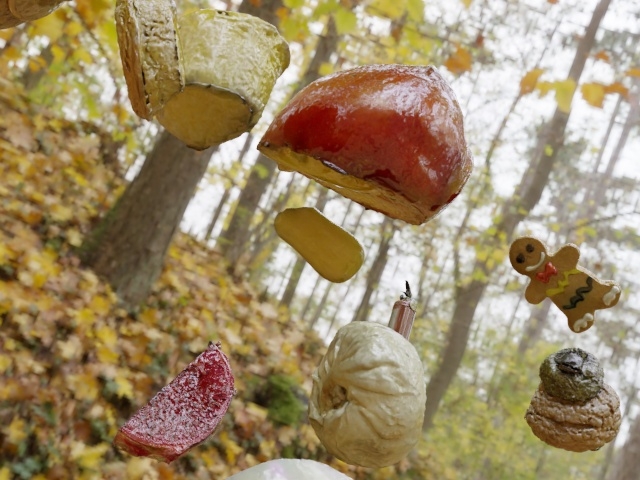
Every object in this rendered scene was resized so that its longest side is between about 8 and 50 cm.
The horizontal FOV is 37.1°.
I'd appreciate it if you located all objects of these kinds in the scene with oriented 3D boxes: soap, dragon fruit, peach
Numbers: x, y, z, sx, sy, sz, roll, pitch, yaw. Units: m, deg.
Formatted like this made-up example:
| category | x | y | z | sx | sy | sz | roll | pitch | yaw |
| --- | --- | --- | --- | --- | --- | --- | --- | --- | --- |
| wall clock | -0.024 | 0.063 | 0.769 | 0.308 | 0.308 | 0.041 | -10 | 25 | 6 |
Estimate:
| category | x | y | z | sx | sy | sz | roll | pitch | yaw |
| --- | --- | --- | --- | --- | --- | --- | --- | --- | --- |
| soap | 0.000 | 0.000 | 1.627 | 0.168 | 0.089 | 0.033 | 43 | 0 | 13 |
| dragon fruit | -0.246 | 0.319 | 1.717 | 0.126 | 0.274 | 0.161 | 43 | -39 | 4 |
| peach | 0.068 | -0.146 | 1.531 | 0.338 | 0.281 | 0.281 | -13 | -15 | 6 |

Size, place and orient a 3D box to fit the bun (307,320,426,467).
| category | x | y | z | sx | sy | sz | roll | pitch | yaw |
| --- | --- | --- | --- | --- | --- | --- | --- | --- | --- |
| bun | 0.044 | 0.176 | 1.080 | 0.111 | 0.164 | 0.188 | -2 | -19 | -21 |

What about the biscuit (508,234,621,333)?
| category | x | y | z | sx | sy | sz | roll | pitch | yaw |
| --- | --- | --- | --- | --- | --- | --- | --- | --- | --- |
| biscuit | 0.489 | 0.081 | 1.964 | 0.240 | 0.158 | 0.035 | 38 | 22 | 8 |

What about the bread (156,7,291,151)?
| category | x | y | z | sx | sy | sz | roll | pitch | yaw |
| --- | --- | --- | --- | --- | --- | --- | --- | --- | --- |
| bread | -0.149 | -0.240 | 1.399 | 0.197 | 0.171 | 0.197 | 6 | -31 | 4 |

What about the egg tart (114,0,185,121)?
| category | x | y | z | sx | sy | sz | roll | pitch | yaw |
| --- | --- | --- | --- | --- | --- | --- | --- | --- | --- |
| egg tart | -0.209 | -0.236 | 1.181 | 0.074 | 0.191 | 0.191 | -6 | -9 | -4 |

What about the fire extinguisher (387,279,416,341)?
| category | x | y | z | sx | sy | sz | roll | pitch | yaw |
| --- | --- | --- | --- | --- | --- | --- | --- | --- | --- |
| fire extinguisher | 0.149 | 0.165 | 1.812 | 0.050 | 0.177 | 0.062 | 2 | -29 | 30 |

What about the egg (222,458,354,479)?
| category | x | y | z | sx | sy | sz | roll | pitch | yaw |
| --- | --- | --- | --- | --- | --- | --- | --- | --- | --- |
| egg | -0.034 | 0.500 | 1.389 | 0.337 | 0.337 | 0.201 | 26 | 10 | -26 |

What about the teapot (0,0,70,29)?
| category | x | y | z | sx | sy | sz | roll | pitch | yaw |
| --- | --- | --- | --- | --- | --- | --- | --- | --- | --- |
| teapot | -0.319 | -0.323 | 1.037 | 0.167 | 0.311 | 0.203 | 38 | -17 | 6 |

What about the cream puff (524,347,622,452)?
| category | x | y | z | sx | sy | sz | roll | pitch | yaw |
| --- | --- | --- | --- | --- | --- | --- | --- | --- | --- |
| cream puff | 0.479 | 0.286 | 1.805 | 0.183 | 0.169 | 0.183 | -4 | 23 | 2 |
